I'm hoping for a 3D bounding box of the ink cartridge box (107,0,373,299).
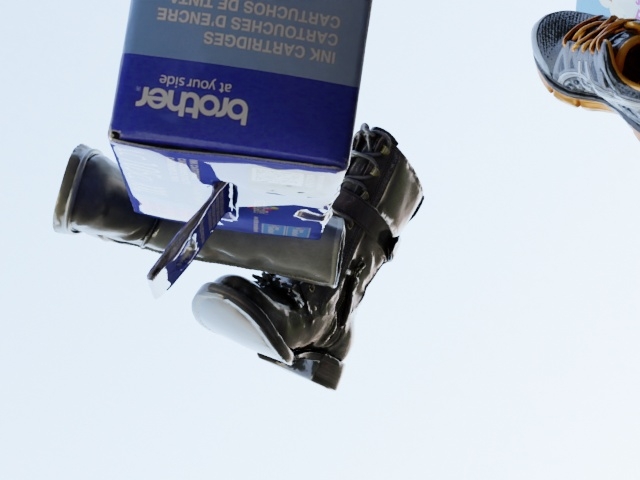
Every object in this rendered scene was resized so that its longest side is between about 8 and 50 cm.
[{"bbox_3d":[-0.042,-0.157,1.016,0.151,0.396,0.270,7,-9,-2],"label":"ink cartridge box"}]

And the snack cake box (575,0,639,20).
[{"bbox_3d":[0.387,-0.256,1.441,0.264,0.152,0.089,-14,-63,-30],"label":"snack cake box"}]

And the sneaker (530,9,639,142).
[{"bbox_3d":[0.238,-0.142,1.214,0.084,0.215,0.083,-38,-49,-10],"label":"sneaker"}]

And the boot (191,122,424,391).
[{"bbox_3d":[0.000,0.000,1.358,0.229,0.091,0.263,-65,-25,-7],"label":"boot"}]

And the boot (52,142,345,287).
[{"bbox_3d":[-0.087,-0.011,1.186,0.189,0.208,0.076,14,-86,-82],"label":"boot"}]
